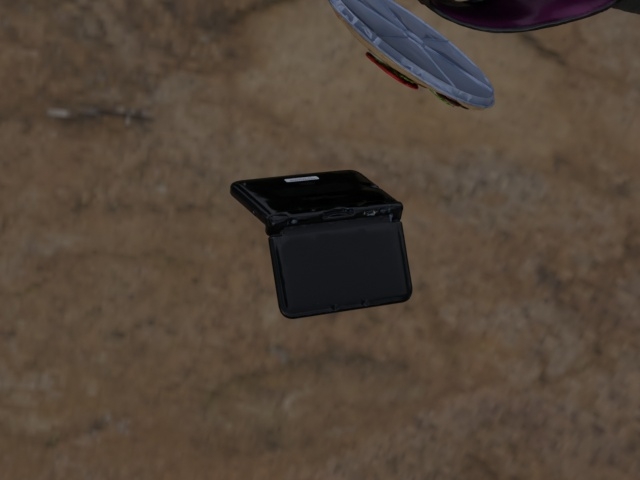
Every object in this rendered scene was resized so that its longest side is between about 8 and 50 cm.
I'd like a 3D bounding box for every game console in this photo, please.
[{"bbox_3d":[0.000,0.000,1.400,0.122,0.071,0.107,-7,30,-32],"label":"game console"}]

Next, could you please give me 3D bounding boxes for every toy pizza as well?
[{"bbox_3d":[0.081,-0.183,1.733,0.201,0.032,0.201,32,19,-12],"label":"toy pizza"}]

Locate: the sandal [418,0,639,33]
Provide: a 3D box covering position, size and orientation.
[{"bbox_3d":[0.193,-0.234,1.525,0.446,0.167,0.107,12,70,9],"label":"sandal"}]
